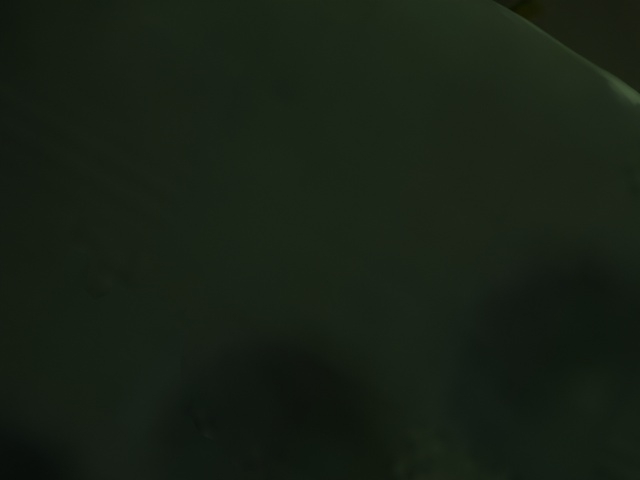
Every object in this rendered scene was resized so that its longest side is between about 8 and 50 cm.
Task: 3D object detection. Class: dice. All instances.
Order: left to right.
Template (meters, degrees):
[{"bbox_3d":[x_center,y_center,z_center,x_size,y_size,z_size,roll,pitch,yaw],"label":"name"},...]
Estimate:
[{"bbox_3d":[-0.016,0.056,0.528,0.262,0.268,0.264,-58,-179,-3],"label":"dice"}]

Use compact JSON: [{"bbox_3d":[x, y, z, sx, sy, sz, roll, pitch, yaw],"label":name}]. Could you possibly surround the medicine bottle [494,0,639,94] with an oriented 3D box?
[{"bbox_3d":[0.115,-0.122,0.810,0.238,0.232,0.238,-27,174,-3],"label":"medicine bottle"}]
